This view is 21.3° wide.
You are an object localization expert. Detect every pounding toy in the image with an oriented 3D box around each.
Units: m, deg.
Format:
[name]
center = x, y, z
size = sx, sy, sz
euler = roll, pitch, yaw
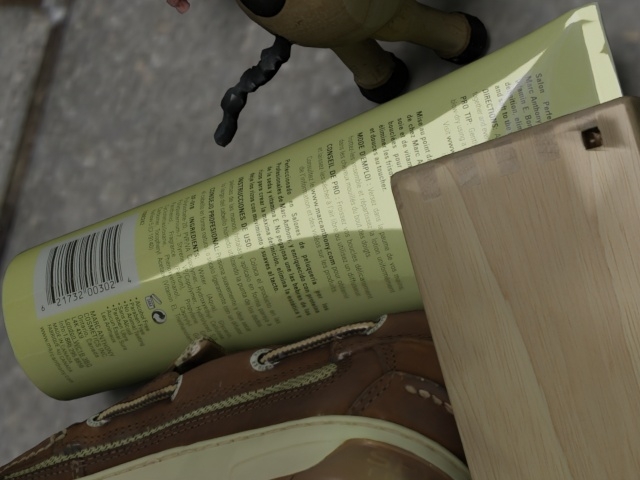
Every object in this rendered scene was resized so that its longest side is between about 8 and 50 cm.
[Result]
[pounding toy]
center = 0.102, 0.008, 0.497
size = 0.100, 0.141, 0.130
euler = -17, 85, 26

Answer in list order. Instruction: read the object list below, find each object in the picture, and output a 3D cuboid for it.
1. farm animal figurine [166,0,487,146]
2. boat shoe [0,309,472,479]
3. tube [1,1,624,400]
[farm animal figurine]
center = 0.010, -0.251, 0.607
size = 0.326, 0.172, 0.330
euler = -39, 58, 16
[boat shoe]
center = -0.040, 0.084, 0.581
size = 0.257, 0.095, 0.095
euler = -16, 41, 40
[tube]
center = 0.000, 0.000, 0.605
size = 0.240, 0.070, 0.062
euler = -19, 33, 23
